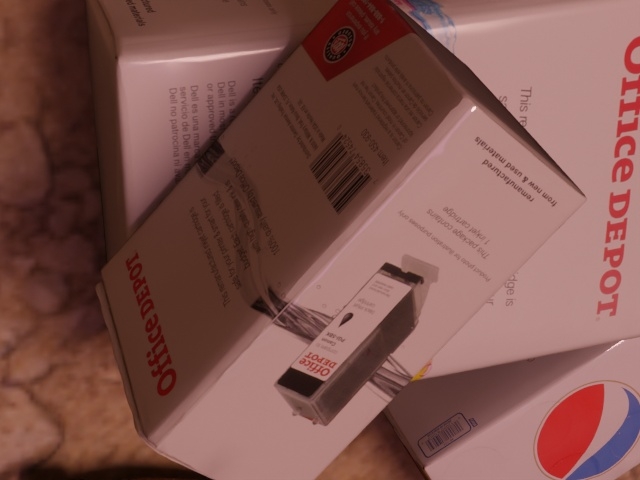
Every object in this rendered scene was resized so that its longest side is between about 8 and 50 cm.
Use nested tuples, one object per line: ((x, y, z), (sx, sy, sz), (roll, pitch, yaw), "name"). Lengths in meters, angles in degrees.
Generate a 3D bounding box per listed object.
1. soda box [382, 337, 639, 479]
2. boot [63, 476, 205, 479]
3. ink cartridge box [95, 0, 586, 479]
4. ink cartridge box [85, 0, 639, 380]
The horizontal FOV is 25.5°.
((0.137, 0.049, 0.644), (0.216, 0.069, 0.074), (-32, 124, 0), "soda box")
((-0.086, 0.245, 0.654), (0.115, 0.112, 0.305), (-2, 117, -31), "boot")
((0.000, 0.000, 0.436), (0.056, 0.099, 0.135), (35, 105, -32), "ink cartridge box")
((0.024, -0.029, 0.543), (0.212, 0.093, 0.154), (-9, 121, -13), "ink cartridge box")
